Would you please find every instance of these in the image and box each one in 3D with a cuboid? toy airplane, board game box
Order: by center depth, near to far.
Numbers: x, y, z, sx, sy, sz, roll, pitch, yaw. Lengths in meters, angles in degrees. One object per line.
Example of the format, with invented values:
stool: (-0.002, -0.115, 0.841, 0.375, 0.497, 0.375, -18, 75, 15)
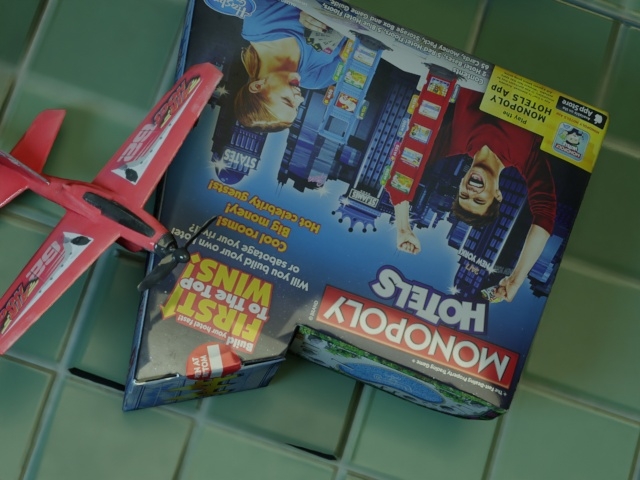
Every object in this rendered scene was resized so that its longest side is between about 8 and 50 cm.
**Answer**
toy airplane: (-0.104, -0.017, 0.806, 0.151, 0.028, 0.151, -14, 52, 19)
board game box: (0.000, 0.000, 0.835, 0.194, 0.060, 0.194, 23, 71, -2)
